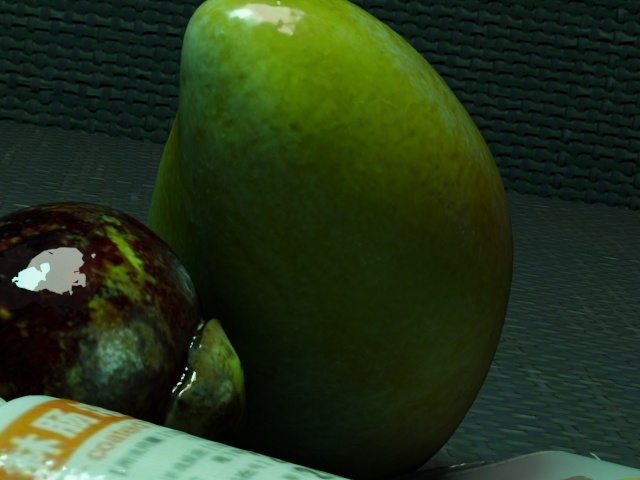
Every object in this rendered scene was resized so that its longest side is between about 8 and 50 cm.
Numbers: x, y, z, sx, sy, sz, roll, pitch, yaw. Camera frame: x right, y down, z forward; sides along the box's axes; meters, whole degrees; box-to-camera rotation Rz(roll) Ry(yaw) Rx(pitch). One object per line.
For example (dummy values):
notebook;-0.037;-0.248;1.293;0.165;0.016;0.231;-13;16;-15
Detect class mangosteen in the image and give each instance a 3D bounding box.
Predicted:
mangosteen;-0.120;0.086;0.988;0.217;0.192;0.192;40;9;-3

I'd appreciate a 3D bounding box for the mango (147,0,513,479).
mango;0.000;0.000;1.086;0.199;0.384;0.221;-29;53;-14

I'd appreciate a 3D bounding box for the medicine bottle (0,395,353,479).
medicine bottle;-0.090;0.137;0.754;0.252;0.144;0.144;11;10;24

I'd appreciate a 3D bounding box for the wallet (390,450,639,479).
wallet;0.138;0.161;1.029;0.170;0.069;0.231;-8;6;-26
